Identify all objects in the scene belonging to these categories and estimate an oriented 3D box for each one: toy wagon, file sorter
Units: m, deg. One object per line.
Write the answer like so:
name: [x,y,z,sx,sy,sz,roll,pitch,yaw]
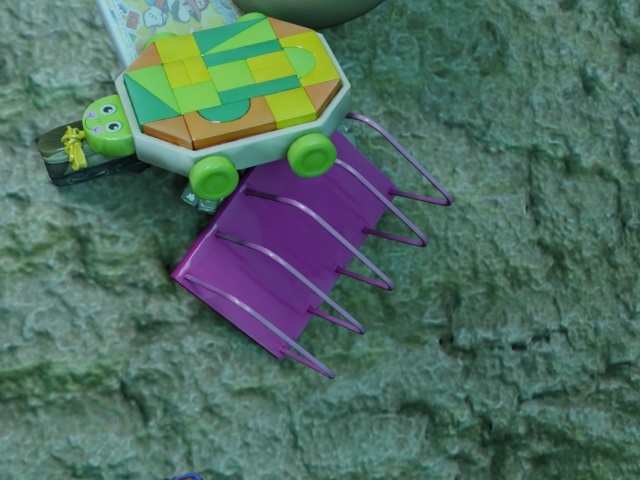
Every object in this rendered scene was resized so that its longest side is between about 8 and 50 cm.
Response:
toy wagon: [-0.141,-0.163,1.303,0.344,0.068,0.267,-14,49,-12]
file sorter: [0.000,0.000,1.374,0.202,0.182,0.291,41,78,-30]

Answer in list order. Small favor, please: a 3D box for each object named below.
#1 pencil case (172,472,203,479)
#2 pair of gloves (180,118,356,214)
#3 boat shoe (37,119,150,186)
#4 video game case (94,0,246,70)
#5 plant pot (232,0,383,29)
pencil case: [-0.115,0.443,1.365,0.119,0.133,0.306,-34,101,12]
pair of gloves: [-0.061,-0.109,1.451,0.240,0.042,0.204,19,84,-26]
boat shoe: [-0.240,-0.122,1.369,0.223,0.080,0.073,-15,130,-13]
video game case: [-0.177,-0.287,1.435,0.206,0.026,0.227,-25,97,-23]
plant pot: [0.025,-0.404,1.387,0.284,0.191,0.284,-14,112,-37]
